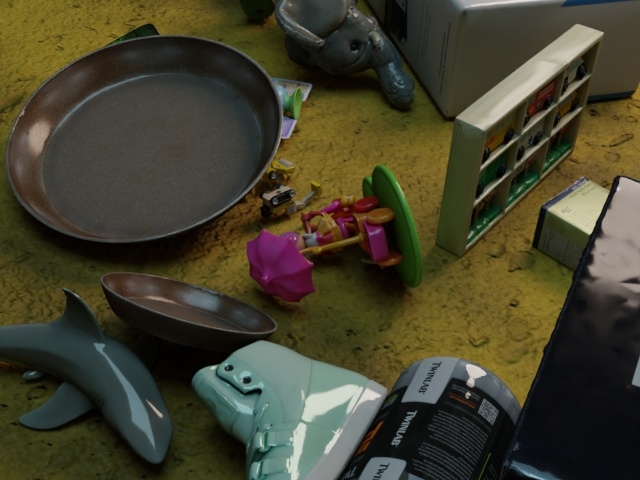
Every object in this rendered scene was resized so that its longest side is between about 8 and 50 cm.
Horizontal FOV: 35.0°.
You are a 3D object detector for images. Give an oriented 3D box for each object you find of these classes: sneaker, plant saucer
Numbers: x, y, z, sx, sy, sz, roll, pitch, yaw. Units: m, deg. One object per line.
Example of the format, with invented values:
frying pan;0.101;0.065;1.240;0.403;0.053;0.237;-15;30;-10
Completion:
sneaker;-0.058;0.177;0.819;0.151;0.094;0.256;23;34;13
plant saucer;-0.193;-0.109;1.140;0.311;0.050;0.310;-4;52;5
plant saucer;-0.124;0.068;0.942;0.169;0.029;0.168;17;6;-2

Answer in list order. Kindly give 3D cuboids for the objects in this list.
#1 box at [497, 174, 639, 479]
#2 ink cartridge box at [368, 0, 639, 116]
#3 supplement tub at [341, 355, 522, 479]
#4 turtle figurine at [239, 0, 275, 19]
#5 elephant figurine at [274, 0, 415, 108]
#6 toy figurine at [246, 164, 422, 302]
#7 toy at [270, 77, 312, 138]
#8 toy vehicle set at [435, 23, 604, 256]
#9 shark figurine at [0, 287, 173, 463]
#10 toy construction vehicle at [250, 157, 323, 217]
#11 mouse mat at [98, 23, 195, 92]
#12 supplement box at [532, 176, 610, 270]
box;0.221;0.169;0.697;0.183;0.294;0.296;20;43;15
ink cartridge box;0.241;-0.357;1.417;0.286;0.166;0.395;-8;42;-14
supplement tub;0.081;0.191;0.798;0.117;0.117;0.190;19;42;17
turtle figurine;-0.058;-0.473;1.479;0.198;0.275;0.266;12;56;-34
elephant figurine;0.012;-0.292;1.333;0.186;0.239;0.169;-7;-16;43
toy figurine;0.000;0.000;1.039;0.159;0.130;0.173;-16;21;-9
toy;-0.139;-0.194;1.283;0.237;0.056;0.137;10;40;7
toy vehicle set;0.223;-0.116;1.133;0.035;0.166;0.267;28;47;26
shark figurine;-0.250;0.090;0.900;0.278;0.116;0.166;10;39;5
toy construction vehicle;-0.059;-0.055;1.148;0.098;0.035;0.086;-27;38;-34
mouse mat;-0.250;-0.196;1.275;0.153;0.007;0.189;-31;46;-5
supplement box;0.290;-0.013;1.100;0.083;0.056;0.083;-31;52;-34
